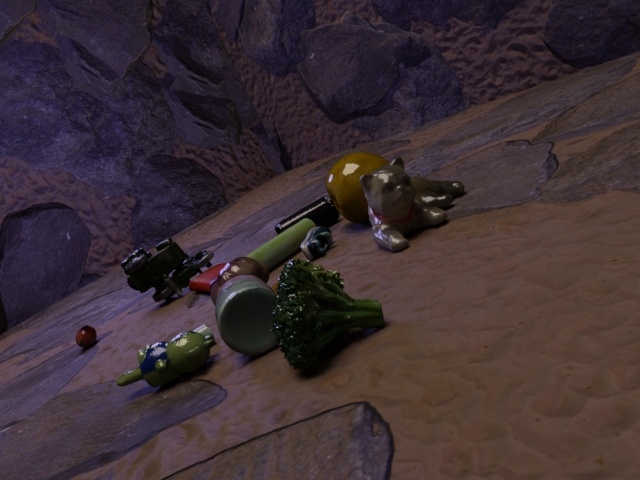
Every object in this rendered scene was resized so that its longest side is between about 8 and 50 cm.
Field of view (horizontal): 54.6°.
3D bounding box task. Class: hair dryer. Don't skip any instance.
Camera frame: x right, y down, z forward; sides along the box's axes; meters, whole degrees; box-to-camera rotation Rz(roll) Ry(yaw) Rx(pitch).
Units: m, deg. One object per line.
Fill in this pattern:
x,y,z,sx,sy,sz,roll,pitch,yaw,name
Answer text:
-0.064,-0.053,2.049,0.197,0.089,0.251,-32,4,-16,hair dryer

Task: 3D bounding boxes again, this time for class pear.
0.125,-0.155,1.767,0.209,0.209,0.209,-25,12,6,pear

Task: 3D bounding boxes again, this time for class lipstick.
-0.130,0.031,1.805,0.304,0.076,0.076,-34,15,-36,lipstick

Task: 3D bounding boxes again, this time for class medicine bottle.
-0.142,0.142,1.228,0.135,0.135,0.168,-27,13,-7,medicine bottle
-0.277,0.224,1.361,0.083,0.047,0.047,-32,14,-24,medicine bottle

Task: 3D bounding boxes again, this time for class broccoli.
0.011,0.126,1.045,0.194,0.194,0.220,-28,-10,-10,broccoli

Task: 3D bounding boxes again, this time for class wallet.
-0.311,0.113,1.894,0.142,0.045,0.204,-35,14,-26,wallet

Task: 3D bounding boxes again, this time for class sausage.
-0.727,0.300,1.924,0.094,0.059,0.054,-147,77,-76,sausage

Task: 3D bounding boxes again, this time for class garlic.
-0.201,0.104,1.516,0.159,0.102,0.147,-41,-19,-33,garlic

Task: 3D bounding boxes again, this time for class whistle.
-0.316,0.245,1.264,0.227,0.085,0.105,-23,3,13,whistle

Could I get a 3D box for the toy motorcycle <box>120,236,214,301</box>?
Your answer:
-0.493,0.081,2.001,0.275,0.205,0.127,-40,14,-8,toy motorcycle

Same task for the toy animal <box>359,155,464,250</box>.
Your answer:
0.217,-0.123,1.528,0.308,0.188,0.266,-32,5,-13,toy animal

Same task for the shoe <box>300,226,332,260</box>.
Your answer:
0.000,0.000,1.696,0.071,0.064,0.143,-20,16,29,shoe

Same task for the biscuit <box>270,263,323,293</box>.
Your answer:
-0.104,0.128,1.451,0.153,0.030,0.234,-18,14,49,biscuit
